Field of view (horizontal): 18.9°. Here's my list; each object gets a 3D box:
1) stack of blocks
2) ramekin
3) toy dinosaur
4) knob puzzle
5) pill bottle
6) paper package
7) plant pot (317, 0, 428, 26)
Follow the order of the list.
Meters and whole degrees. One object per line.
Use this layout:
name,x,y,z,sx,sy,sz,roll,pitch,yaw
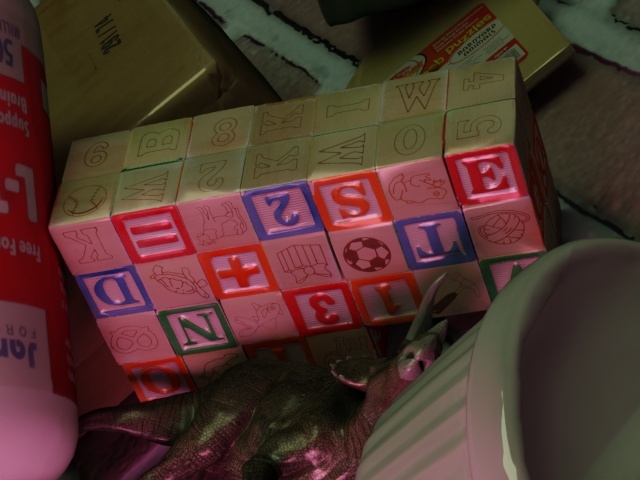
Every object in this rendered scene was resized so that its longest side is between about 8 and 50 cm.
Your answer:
stack of blocks,0.000,0.000,1.230,0.297,0.171,0.087,-10,41,15
ramekin,0.130,0.144,0.832,0.127,0.273,0.273,-33,30,37
toy dinosaur,-0.025,0.128,1.191,0.313,0.121,0.160,-9,32,49
knob puzzle,0.089,-0.117,1.416,0.213,0.030,0.213,-29,34,22
pill bottle,-0.273,0.044,1.208,0.229,0.229,0.407,-19,71,34
paper package,-0.177,-0.045,1.496,0.309,0.168,0.325,-41,30,1
plant pot,0.087,-0.321,1.468,0.196,0.293,0.293,-6,39,7
